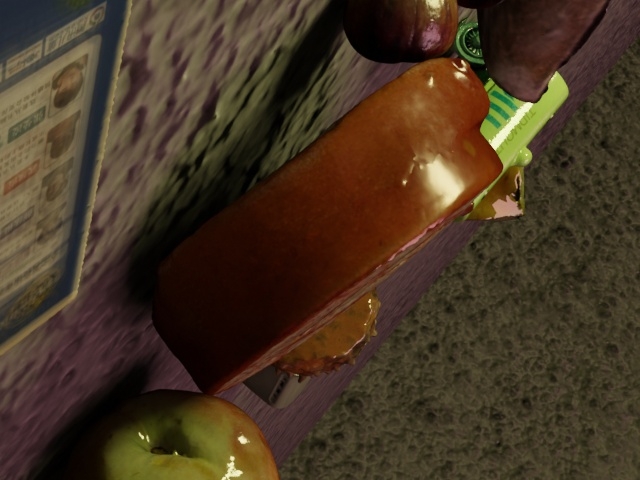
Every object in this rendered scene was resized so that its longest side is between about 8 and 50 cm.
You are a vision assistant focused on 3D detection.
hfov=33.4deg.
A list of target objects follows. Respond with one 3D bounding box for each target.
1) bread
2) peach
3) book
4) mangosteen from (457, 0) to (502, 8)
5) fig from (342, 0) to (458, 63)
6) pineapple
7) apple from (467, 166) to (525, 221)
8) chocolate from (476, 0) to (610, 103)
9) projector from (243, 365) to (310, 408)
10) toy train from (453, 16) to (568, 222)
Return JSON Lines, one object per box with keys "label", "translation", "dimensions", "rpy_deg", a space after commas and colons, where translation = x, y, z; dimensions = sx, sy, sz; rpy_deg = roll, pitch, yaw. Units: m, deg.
{"label": "bread", "translation": [-0.003, 0.003, 0.877], "dimensions": [0.295, 0.114, 0.327], "rpy_deg": [-36, 175, -21]}
{"label": "peach", "translation": [-0.140, 0.266, 1.008], "dimensions": [0.214, 0.214, 0.235], "rpy_deg": [-39, 132, -51]}
{"label": "book", "translation": [-0.185, -0.004, 0.512], "dimensions": [0.228, 0.018, 0.322], "rpy_deg": [-42, 165, -39]}
{"label": "mangosteen", "translation": [0.137, -0.240, 0.930], "dimensions": [0.081, 0.081, 0.081], "rpy_deg": [-50, 169, -13]}
{"label": "fig", "translation": [0.062, -0.197, 0.803], "dimensions": [0.089, 0.089, 0.125], "rpy_deg": [-34, 132, -58]}
{"label": "pineapple", "translation": [-0.014, 0.088, 1.183], "dimensions": [0.158, 0.158, 0.278], "rpy_deg": [-50, 173, -11]}
{"label": "apple", "translation": [0.230, -0.100, 1.510], "dimensions": [0.254, 0.179, 0.346], "rpy_deg": [-41, 173, 9]}
{"label": "chocolate", "translation": [0.211, -0.280, 0.975], "dimensions": [0.303, 0.100, 0.185], "rpy_deg": [112, -20, -53]}
{"label": "projector", "translation": [-0.051, 0.162, 1.429], "dimensions": [0.083, 0.083, 0.082], "rpy_deg": [-42, 165, -45]}
{"label": "toy train", "translation": [0.171, -0.133, 1.202], "dimensions": [0.253, 0.157, 0.105], "rpy_deg": [-48, 169, -23]}
